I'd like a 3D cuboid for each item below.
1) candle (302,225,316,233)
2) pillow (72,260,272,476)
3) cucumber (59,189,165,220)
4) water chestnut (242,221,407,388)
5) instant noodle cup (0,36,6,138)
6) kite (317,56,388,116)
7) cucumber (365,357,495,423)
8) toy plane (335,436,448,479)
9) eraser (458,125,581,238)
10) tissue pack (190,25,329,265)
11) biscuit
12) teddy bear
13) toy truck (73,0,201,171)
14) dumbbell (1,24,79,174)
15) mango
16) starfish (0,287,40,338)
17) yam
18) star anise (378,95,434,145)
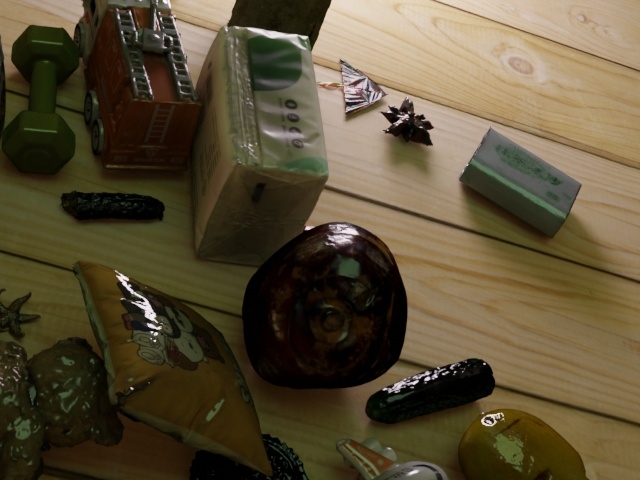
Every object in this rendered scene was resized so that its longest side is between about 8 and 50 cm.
[{"bbox_3d":[0.000,0.000,1.992,0.131,0.052,0.052,1,51,-23],"label":"candle"},{"bbox_3d":[-0.212,0.181,1.594,0.312,0.119,0.310,36,13,-40],"label":"pillow"},{"bbox_3d":[-0.351,-0.059,1.884,0.181,0.053,0.053,1,51,-28],"label":"cucumber"},{"bbox_3d":[0.003,0.106,1.765,0.244,0.289,0.289,17,38,31],"label":"water chestnut"},{"bbox_3d":[-0.608,-0.256,1.861,0.125,0.177,0.208,1,64,-8],"label":"instant noodle cup"},{"bbox_3d":[0.068,-0.322,2.334,0.159,0.010,0.190,11,46,-15],"label":"kite"},{"bbox_3d":[0.180,0.253,1.840,0.241,0.074,0.074,-11,57,-30],"label":"cucumber"},{"bbox_3d":[0.101,0.398,1.645,0.245,0.117,0.244,12,46,-13],"label":"toy plane"},{"bbox_3d":[0.411,-0.121,2.268,0.227,0.081,0.174,32,45,5],"label":"eraser"},{"bbox_3d":[-0.117,-0.169,1.934,0.194,0.266,0.356,8,49,-19],"label":"tissue pack"},{"bbox_3d":[-0.102,0.362,1.623,0.194,0.053,0.194,13,47,-14],"label":"biscuit"},{"bbox_3d":[-0.406,0.226,1.534,0.256,0.156,0.267,-4,52,-30],"label":"teddy bear"},{"bbox_3d":[-0.333,-0.321,2.006,0.173,0.207,0.387,0,51,-26],"label":"toy truck"},{"bbox_3d":[-0.489,-0.251,1.940,0.108,0.121,0.302,27,39,-35],"label":"dumbbell"},{"bbox_3d":[0.341,0.377,1.769,0.262,0.130,0.167,28,51,-6],"label":"mango"},{"bbox_3d":[-0.470,0.111,1.691,0.078,0.028,0.091,31,42,-5],"label":"starfish"},{"bbox_3d":[-0.065,-0.524,2.257,0.195,0.300,0.195,16,36,-12],"label":"yam"},{"bbox_3d":[0.180,-0.254,2.293,0.124,0.056,0.129,15,47,-12],"label":"star anise"}]
